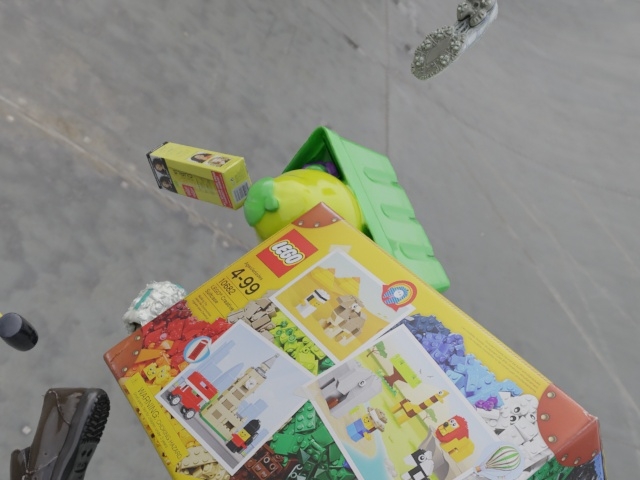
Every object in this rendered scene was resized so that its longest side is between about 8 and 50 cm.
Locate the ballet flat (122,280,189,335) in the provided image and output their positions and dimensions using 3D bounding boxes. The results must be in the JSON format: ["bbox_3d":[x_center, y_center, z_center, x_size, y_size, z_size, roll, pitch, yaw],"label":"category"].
[{"bbox_3d":[-0.245,0.271,1.377,0.147,0.147,0.409,-46,119,-57],"label":"ballet flat"}]

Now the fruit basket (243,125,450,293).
[{"bbox_3d":[0.000,0.000,1.309,0.392,0.283,0.392,19,47,-22],"label":"fruit basket"}]

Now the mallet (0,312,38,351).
[{"bbox_3d":[-0.460,0.078,1.048,0.189,0.062,0.039,38,71,12],"label":"mallet"}]

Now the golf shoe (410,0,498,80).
[{"bbox_3d":[0.224,-0.320,1.258,0.069,0.176,0.086,51,13,26],"label":"golf shoe"}]

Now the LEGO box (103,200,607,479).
[{"bbox_3d":[0.018,0.221,0.933,0.500,0.372,0.193,40,-19,46],"label":"LEGO box"}]

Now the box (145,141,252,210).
[{"bbox_3d":[-0.226,-0.123,1.454,0.058,0.232,0.087,-40,130,-34],"label":"box"}]

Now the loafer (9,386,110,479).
[{"bbox_3d":[-0.310,0.265,0.869,0.078,0.080,0.220,15,70,12],"label":"loafer"}]
